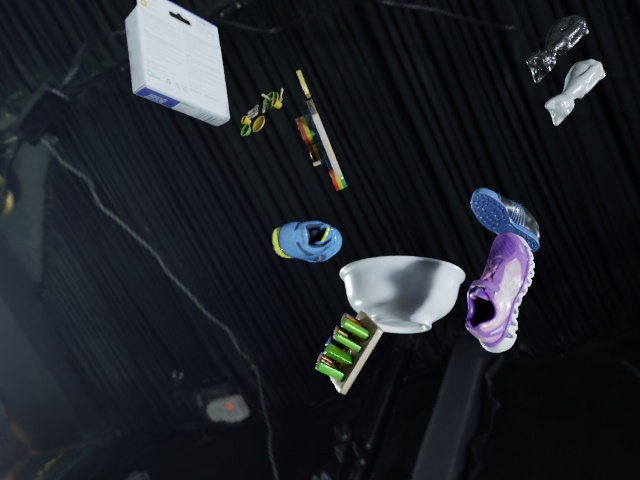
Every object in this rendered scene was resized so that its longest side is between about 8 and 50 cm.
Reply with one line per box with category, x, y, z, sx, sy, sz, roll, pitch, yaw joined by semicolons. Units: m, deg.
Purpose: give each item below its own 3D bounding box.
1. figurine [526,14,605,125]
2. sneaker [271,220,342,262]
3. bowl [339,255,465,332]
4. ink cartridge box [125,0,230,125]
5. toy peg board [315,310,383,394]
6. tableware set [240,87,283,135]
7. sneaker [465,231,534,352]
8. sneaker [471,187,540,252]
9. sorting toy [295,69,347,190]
figurine;0.617;-0.429;1.857;0.209;0.214;0.092;-46;-153;-26
sneaker;0.000;0.000;1.323;0.082;0.069;0.209;-12;173;29
bowl;0.192;0.142;1.727;0.298;0.134;0.298;3;162;1
ink cartridge box;-0.412;-0.526;2.100;0.072;0.329;0.324;-24;157;32
toy peg board;0.046;0.229;1.602;0.161;0.079;0.160;-59;-166;2
tableware set;-0.159;-0.340;1.929;0.154;0.024;0.103;-25;-131;39
sneaker;0.334;0.090;1.393;0.095;0.105;0.236;-2;-111;52
sneaker;0.455;-0.065;1.789;0.081;0.232;0.090;-31;-150;37
sorting toy;-0.011;-0.203;1.417;0.046;0.274;0.132;-22;-156;3
